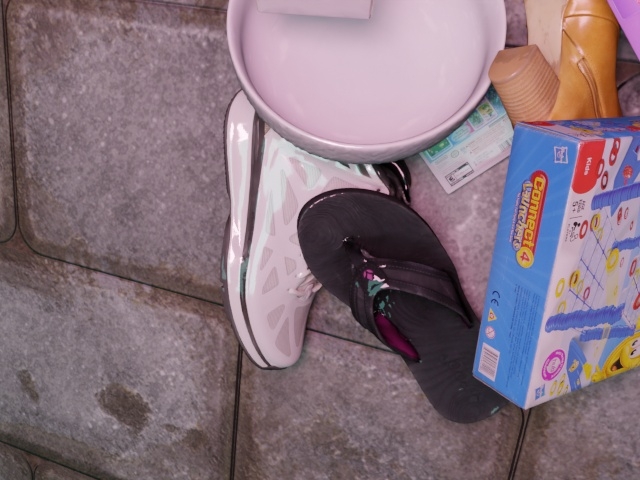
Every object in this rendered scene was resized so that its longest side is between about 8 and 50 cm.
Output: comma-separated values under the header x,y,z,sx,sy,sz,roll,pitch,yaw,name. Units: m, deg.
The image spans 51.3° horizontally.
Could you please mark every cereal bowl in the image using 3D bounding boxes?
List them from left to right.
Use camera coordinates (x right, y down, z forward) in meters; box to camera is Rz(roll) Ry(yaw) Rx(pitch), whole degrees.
x,y,z,sx,sy,sz,roll,pitch,yaw,name
0.055,-0.247,0.852,0.339,0.141,0.338,0,76,1,cereal bowl

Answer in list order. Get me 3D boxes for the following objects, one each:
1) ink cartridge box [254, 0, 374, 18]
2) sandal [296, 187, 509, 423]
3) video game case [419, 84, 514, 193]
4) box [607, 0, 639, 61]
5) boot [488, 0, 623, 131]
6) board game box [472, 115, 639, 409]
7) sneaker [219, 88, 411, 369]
x,y,z,sx,sy,sz,roll,pitch,yaw,name
-0.002,-0.361,0.767,0.140,0.082,0.190,4,76,0,ink cartridge box
0.140,0.103,0.931,0.167,0.107,0.445,-37,110,12,sandal
0.203,-0.165,0.936,0.157,0.019,0.143,-34,92,28,video game case
0.407,-0.249,0.723,0.293,0.201,0.057,59,147,-5,box
0.327,-0.221,0.818,0.211,0.295,0.104,43,165,-34,boot
0.338,0.013,0.788,0.086,0.302,0.308,32,125,52,board game box
0.000,0.000,0.988,0.258,0.169,0.447,5,107,22,sneaker
